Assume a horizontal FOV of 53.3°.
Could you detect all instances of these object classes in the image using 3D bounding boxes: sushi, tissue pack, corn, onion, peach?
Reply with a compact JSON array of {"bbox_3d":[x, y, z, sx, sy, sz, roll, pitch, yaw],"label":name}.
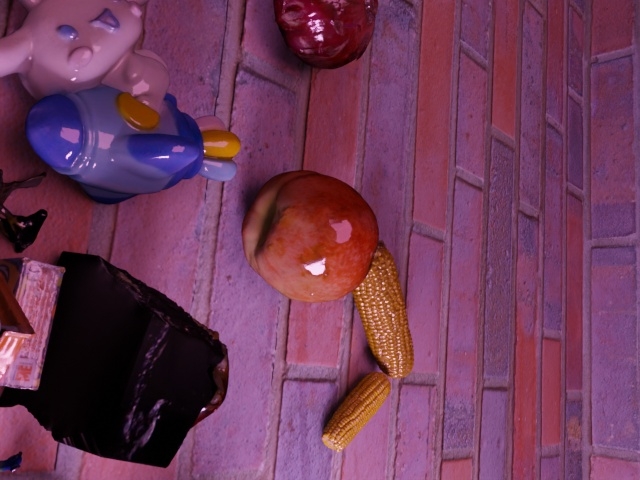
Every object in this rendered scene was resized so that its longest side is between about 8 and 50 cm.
[{"bbox_3d":[-0.236,0.153,0.821,0.212,0.227,0.215,34,67,-49],"label":"sushi"},{"bbox_3d":[-0.370,0.098,0.761,0.060,0.109,0.148,22,69,-48],"label":"tissue pack"},{"bbox_3d":[0.075,0.335,1.269,0.206,0.067,0.067,-42,117,-39],"label":"corn"},{"bbox_3d":[0.015,-0.440,1.187,0.246,0.190,0.246,3,90,-65],"label":"onion"},{"bbox_3d":[0.126,0.146,1.319,0.106,0.106,0.305,-31,112,-45],"label":"corn"},{"bbox_3d":[0.000,0.000,1.101,0.257,0.232,0.232,18,73,-35],"label":"peach"}]

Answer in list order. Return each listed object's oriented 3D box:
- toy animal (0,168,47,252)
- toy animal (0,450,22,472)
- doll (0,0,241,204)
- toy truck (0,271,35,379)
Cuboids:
[{"bbox_3d":[-0.420,-0.035,0.766,0.202,0.070,0.105,-10,81,-46],"label":"toy animal"},{"bbox_3d":[-0.446,0.269,0.705,0.217,0.075,0.041,-7,88,-20],"label":"toy animal"},{"bbox_3d":[-0.270,-0.191,0.843,0.376,0.187,0.365,-39,108,-23],"label":"doll"},{"bbox_3d":[-0.492,0.085,0.566,0.387,0.173,0.207,20,100,-45],"label":"toy truck"}]
